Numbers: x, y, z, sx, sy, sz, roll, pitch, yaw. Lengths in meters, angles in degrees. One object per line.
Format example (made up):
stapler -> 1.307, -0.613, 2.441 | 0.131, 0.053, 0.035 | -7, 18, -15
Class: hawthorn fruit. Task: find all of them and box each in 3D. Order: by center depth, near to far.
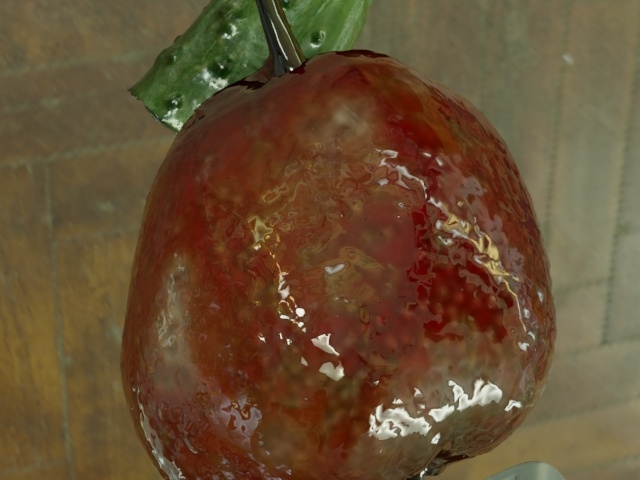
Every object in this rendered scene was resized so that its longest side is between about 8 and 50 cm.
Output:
hawthorn fruit -> 0.000, 0.000, 1.081 | 0.285, 0.285, 0.368 | -13, 96, -18

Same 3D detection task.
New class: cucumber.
cucumber -> -0.032, -0.164, 1.297 | 0.134, 0.134, 0.244 | 36, 95, -37

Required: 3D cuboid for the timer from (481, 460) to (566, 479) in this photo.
timer -> 0.060, 0.245, 0.740 | 0.192, 0.194, 0.195 | -27, 101, 16
